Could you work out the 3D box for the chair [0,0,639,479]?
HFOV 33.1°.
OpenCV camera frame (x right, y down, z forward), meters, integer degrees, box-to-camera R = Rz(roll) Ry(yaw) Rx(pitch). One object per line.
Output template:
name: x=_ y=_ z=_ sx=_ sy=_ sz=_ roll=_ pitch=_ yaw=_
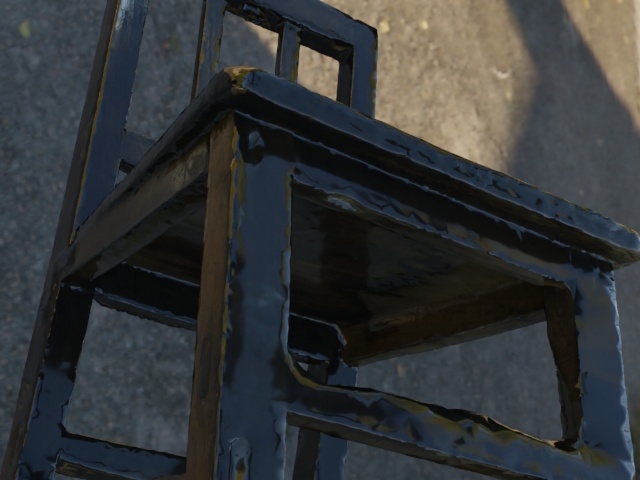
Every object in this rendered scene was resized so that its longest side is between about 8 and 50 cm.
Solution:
chair: x=0.000 y=0.000 z=0.494 sx=0.203 sy=0.240 sz=0.416 roll=19 pitch=65 yaw=-27
